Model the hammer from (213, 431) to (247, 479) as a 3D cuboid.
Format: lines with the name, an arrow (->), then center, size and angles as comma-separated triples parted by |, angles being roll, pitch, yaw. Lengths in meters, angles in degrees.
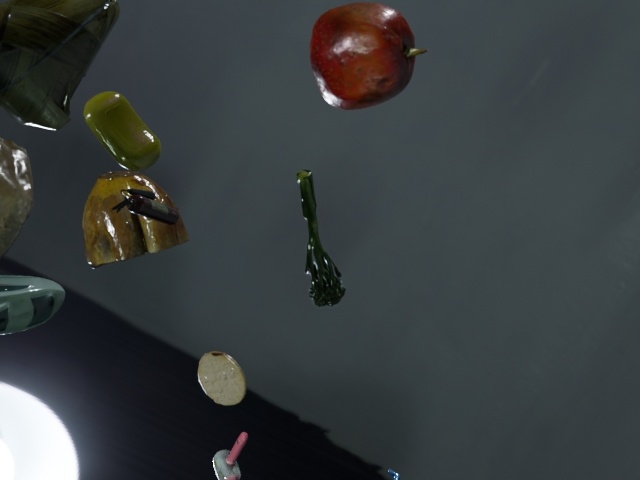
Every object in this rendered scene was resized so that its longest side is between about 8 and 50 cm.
hammer -> -0.116, 0.288, 1.029 | 0.083, 0.031, 0.052 | -61, 41, 25

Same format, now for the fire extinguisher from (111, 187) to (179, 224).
fire extinguisher -> -0.265, -0.056, 1.178 | 0.173, 0.035, 0.048 | 28, -118, -76

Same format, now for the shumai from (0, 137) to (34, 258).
shumai -> -0.273, -0.052, 0.412 | 0.161, 0.210, 0.153 | -57, -21, -17

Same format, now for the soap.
soap -> -0.318, -0.174, 1.232 | 0.045, 0.140, 0.089 | -31, 10, 43

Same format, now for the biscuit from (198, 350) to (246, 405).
biscuit -> -0.195, 0.273, 1.516 | 0.120, 0.120, 0.015 | -52, -13, 32

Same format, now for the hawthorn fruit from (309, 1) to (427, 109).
hawthorn fruit -> 0.083, -0.304, 1.250 | 0.201, 0.179, 0.179 | -3, 49, 27

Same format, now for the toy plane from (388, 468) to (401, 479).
toy plane -> 0.056, 0.444, 1.027 | 0.105, 0.271, 0.254 | 15, 55, 31

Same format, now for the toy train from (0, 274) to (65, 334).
toy train -> -0.592, 0.103, 1.168 | 0.088, 0.407, 0.086 | 49, 129, 48

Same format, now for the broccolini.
broccolini -> 0.000, 0.000, 0.742 | 0.030, 0.035, 0.139 | -50, -44, -62

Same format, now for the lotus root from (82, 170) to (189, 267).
lotus root -> -0.386, -0.054, 1.568 | 0.199, 0.179, 0.188 | -2, 13, 28

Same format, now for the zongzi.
zongzi -> -0.394, -0.293, 0.994 | 0.112, 0.242, 0.220 | 8, 65, 37
